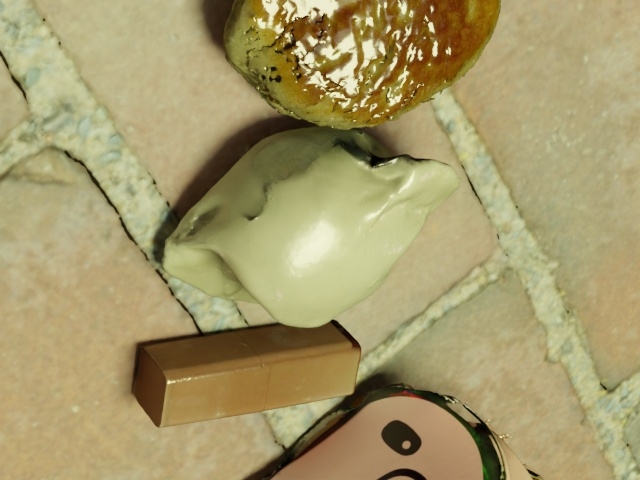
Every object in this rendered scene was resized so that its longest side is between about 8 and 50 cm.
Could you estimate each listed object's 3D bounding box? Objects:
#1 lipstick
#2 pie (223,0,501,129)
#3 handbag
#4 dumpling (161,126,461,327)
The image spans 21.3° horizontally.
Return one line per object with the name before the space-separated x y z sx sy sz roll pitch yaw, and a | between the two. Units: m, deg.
lipstick | -0.047 0.085 1.117 0.145 0.045 0.045 -6 122 -31
pie | 0.031 -0.144 1.012 0.194 0.079 0.163 -25 124 -19
handbag | 0.059 0.205 1.173 0.205 0.179 0.116 -39 138 -5
dumpling | 0.001 -0.001 1.074 0.176 0.092 0.150 -41 145 -12
